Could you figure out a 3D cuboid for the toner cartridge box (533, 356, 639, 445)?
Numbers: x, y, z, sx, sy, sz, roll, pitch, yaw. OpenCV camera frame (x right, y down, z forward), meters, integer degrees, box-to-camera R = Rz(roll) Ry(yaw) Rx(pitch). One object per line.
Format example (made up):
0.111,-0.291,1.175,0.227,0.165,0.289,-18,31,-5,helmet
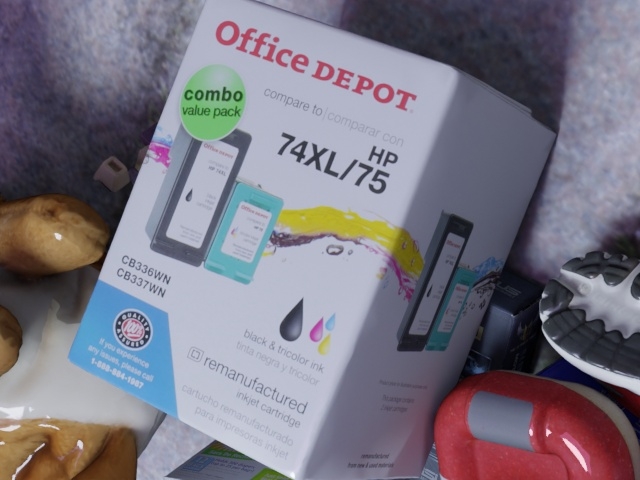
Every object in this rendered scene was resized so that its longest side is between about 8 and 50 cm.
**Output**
0.269,0.245,1.017,0.348,0.075,0.165,36,130,27,toner cartridge box

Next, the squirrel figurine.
-0.310,0.054,1.216,0.370,0.281,0.397,31,164,-16,squirrel figurine

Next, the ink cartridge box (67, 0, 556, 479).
0.000,0.000,0.990,0.198,0.197,0.270,22,93,28,ink cartridge box

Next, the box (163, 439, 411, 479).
-0.016,0.233,1.224,0.203,0.114,0.103,3,113,36,box

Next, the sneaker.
0.271,0.104,0.952,0.107,0.118,0.279,-48,58,-3,sneaker

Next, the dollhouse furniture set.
-0.124,-0.027,1.221,0.114,0.091,0.081,43,145,10,dollhouse furniture set

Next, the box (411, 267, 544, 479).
0.050,0.076,1.141,0.232,0.059,0.183,26,124,27,box

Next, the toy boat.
0.129,0.210,0.967,0.151,0.151,0.231,7,115,43,toy boat
